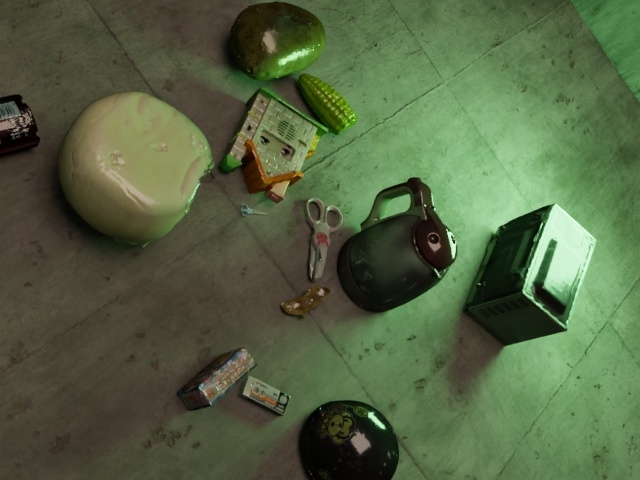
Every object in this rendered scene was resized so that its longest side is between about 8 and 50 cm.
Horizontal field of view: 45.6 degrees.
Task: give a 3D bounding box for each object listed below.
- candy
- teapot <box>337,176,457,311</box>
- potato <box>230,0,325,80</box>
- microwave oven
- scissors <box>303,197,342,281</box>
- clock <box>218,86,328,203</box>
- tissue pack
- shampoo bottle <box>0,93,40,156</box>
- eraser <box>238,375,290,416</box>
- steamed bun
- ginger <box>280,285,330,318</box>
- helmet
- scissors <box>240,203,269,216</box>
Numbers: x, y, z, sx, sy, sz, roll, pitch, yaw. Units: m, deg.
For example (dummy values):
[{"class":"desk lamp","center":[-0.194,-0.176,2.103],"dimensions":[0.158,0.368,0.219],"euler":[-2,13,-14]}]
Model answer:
[{"class":"candy","center":[0.014,-0.399,2.195],"dimensions":[0.209,0.097,0.097],"euler":[47,52,-2]},{"class":"teapot","center":[0.218,0.003,2.023],"dimensions":[0.233,0.312,0.314],"euler":[-1,72,-36]},{"class":"potato","center":[-0.117,-0.555,2.116],"dimensions":[0.308,0.173,0.210],"euler":[-21,81,-40]},{"class":"microwave oven","center":[0.621,0.096,2.281],"dimensions":[0.218,0.286,0.354],"euler":[39,58,-14]},{"class":"scissors","center":[0.000,0.000,2.054],"dimensions":[0.118,0.030,0.242],"euler":[22,56,-25]},{"class":"clock","center":[-0.132,-0.239,2.025],"dimensions":[0.220,0.106,0.255],"euler":[32,61,-18]},{"class":"tissue pack","center":[-0.232,0.310,1.714],"dimensions":[0.155,0.116,0.065],"euler":[-38,97,-39]},{"class":"shampoo bottle","center":[-0.766,-0.214,1.593],"dimensions":[0.323,0.084,0.129],"euler":[-26,97,-37]},{"class":"eraser","center":[-0.133,0.370,1.812],"dimensions":[0.122,0.029,0.052],"euler":[31,57,-20]},{"class":"steamed bun","center":[-0.428,-0.158,1.705],"dimensions":[0.312,0.233,0.333],"euler":[41,45,-11]},{"class":"ginger","center":[-0.036,0.159,1.959],"dimensions":[0.137,0.044,0.057],"euler":[-26,116,-32]},{"class":"helmet","center":[0.098,0.506,1.832],"dimensions":[0.279,0.160,0.230],"euler":[45,51,-9]},{"class":"scissors","center":[-0.171,-0.074,1.984],"dimensions":[0.083,0.006,0.036],"euler":[8,65,-32]}]
